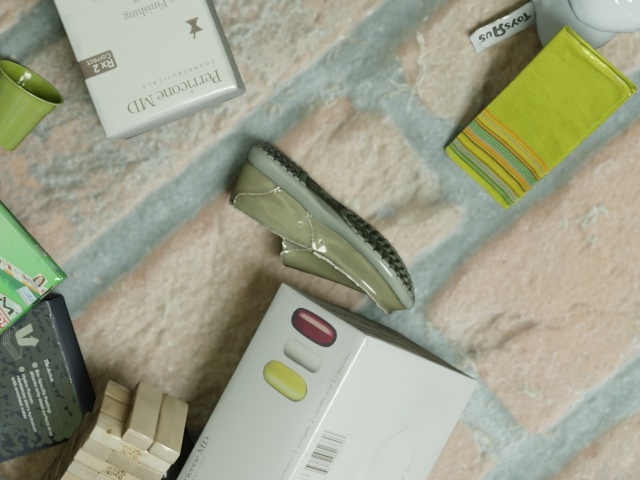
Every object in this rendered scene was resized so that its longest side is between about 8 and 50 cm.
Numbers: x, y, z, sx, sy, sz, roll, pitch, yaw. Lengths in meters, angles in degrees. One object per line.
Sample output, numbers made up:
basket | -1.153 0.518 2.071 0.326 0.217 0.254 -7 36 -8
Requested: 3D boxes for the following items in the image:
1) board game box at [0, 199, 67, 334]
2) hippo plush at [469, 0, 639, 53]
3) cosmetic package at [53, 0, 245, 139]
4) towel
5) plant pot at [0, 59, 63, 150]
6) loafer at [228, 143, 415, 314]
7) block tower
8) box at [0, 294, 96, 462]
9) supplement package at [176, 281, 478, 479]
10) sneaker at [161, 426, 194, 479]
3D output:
board game box | -0.453 -0.010 1.432 0.213 0.046 0.317 -41 93 -1
hippo plush | 0.288 -0.303 1.423 0.294 0.236 0.234 -38 93 1
cosmetic package | -0.184 -0.219 1.464 0.151 0.151 0.184 -21 93 2
towel | 0.230 -0.126 1.457 0.102 0.237 0.021 39 50 -3
plant pot | -0.342 -0.145 1.510 0.083 0.083 0.079 37 105 -2
loafer | 0.000 0.000 1.518 0.251 0.094 0.087 42 103 2
block tower | -0.264 0.295 1.460 0.091 0.097 0.335 30 115 -13
box | -0.344 0.159 1.511 0.158 0.093 0.156 -17 92 1
supplement package | 0.004 0.211 1.446 0.204 0.145 0.262 26 93 -45
sneaker | -0.142 0.310 1.522 0.130 0.109 0.286 -5 73 -41
